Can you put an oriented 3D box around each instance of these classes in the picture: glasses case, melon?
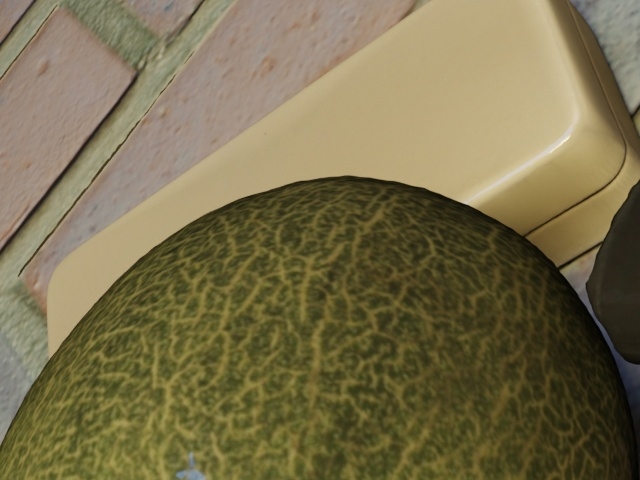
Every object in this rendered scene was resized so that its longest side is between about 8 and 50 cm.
[{"bbox_3d":[0.000,0.000,0.749,0.336,0.076,0.144,-32,45,23],"label":"glasses case"},{"bbox_3d":[-0.004,0.113,0.541,0.237,0.237,0.301,-14,31,36],"label":"melon"}]

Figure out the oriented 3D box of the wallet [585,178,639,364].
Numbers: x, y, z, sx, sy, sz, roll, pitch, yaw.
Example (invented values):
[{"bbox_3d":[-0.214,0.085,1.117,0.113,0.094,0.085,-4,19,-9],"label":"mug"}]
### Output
[{"bbox_3d":[0.305,-0.036,0.453,0.406,0.062,0.228,0,40,42],"label":"wallet"}]
